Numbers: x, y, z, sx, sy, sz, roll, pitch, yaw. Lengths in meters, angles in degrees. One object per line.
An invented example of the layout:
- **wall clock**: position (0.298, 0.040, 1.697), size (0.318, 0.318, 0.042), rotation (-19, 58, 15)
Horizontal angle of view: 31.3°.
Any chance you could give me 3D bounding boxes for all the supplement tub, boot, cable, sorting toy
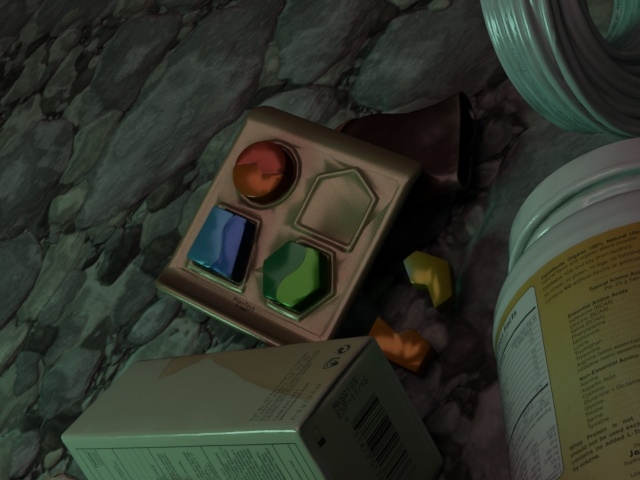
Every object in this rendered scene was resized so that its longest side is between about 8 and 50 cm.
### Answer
- **supplement tub**: position (0.226, 0.109, 0.699), size (0.228, 0.228, 0.316), rotation (-28, 39, 27)
- **boot**: position (0.051, -0.035, 1.160), size (0.207, 0.090, 0.248), rotation (-15, 49, 36)
- **cable**: position (0.242, -0.215, 0.980), size (0.089, 0.257, 0.257), rotation (-1, 70, 54)
- **sorting toy**: position (0.000, 0.000, 1.109), size (0.307, 0.041, 0.229), rotation (24, 79, 31)

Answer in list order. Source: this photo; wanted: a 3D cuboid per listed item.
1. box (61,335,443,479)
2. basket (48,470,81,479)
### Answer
- **box**: position (-0.068, 0.184, 1.002), size (0.311, 0.148, 0.121), rotation (-9, 28, 42)
- **basket**: position (-0.086, 0.359, 0.713), size (0.266, 0.328, 0.331), rotation (9, 64, 54)
